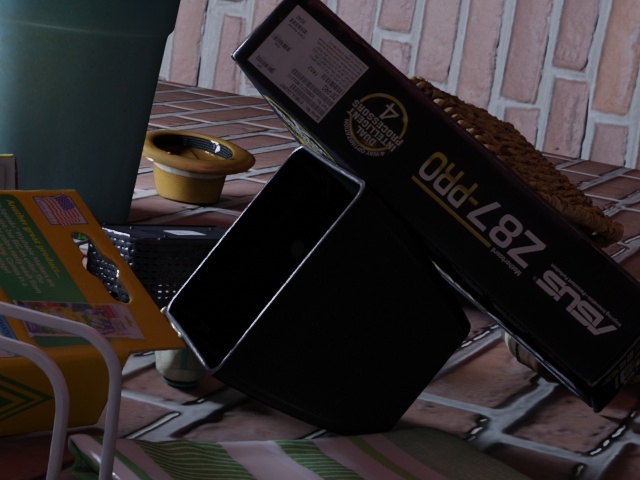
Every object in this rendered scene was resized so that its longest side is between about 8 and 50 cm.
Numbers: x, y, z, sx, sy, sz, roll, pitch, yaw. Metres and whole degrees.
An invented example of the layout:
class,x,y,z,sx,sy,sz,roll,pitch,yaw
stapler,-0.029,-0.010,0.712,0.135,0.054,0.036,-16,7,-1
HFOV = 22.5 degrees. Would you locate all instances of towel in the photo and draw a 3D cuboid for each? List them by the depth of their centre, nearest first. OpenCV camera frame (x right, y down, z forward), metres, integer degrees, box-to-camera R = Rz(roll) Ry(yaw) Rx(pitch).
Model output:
class,x,y,z,sx,sy,sz,roll,pitch,yaw
towel,0.014,0.177,1.117,0.324,0.038,0.248,1,12,-33

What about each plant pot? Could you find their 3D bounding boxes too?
class,x,y,z,sx,sy,sz,roll,pitch,yaw
plant pot,0.008,0.058,1.319,0.167,0.188,0.187,40,-1,-21
plant pot,-0.347,-0.199,2.006,0.341,0.334,0.341,9,11,-2

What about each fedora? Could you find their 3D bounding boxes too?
class,x,y,z,sx,sy,sz,roll,pitch,yaw
fedora,-0.186,-0.099,2.291,0.194,0.079,0.194,10,17,-3

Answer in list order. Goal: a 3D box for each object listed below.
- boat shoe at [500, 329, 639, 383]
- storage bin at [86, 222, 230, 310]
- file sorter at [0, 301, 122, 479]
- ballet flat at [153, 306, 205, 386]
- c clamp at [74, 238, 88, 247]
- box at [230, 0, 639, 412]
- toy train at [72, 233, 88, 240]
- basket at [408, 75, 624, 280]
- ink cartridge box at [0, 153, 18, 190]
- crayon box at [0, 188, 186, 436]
class,x,y,z,sx,sy,sz,roll,pitch,yaw
boat shoe,0.311,0.110,1.593,0.257,0.095,0.095,-1,27,-16
storage bin,-0.134,0.031,1.607,0.180,0.084,0.122,2,7,-35
file sorter,-0.246,0.129,0.810,0.192,0.173,0.277,13,11,21
ballet flat,-0.126,0.085,1.447,0.057,0.052,0.168,3,11,-14
c clamp,-0.349,-0.007,1.854,0.160,0.022,0.137,16,18,27
box,0.119,-0.024,1.385,0.395,0.097,0.318,43,1,14
toy train,-0.265,-0.005,1.908,0.083,0.017,0.023,13,22,25
basket,0.170,-0.023,1.877,0.223,0.213,0.299,48,16,28
ink cartridge box,-0.519,-0.055,1.663,0.307,0.072,0.303,2,-2,-37
crayon box,-0.289,0.053,1.209,0.323,0.083,0.203,-2,41,-42
